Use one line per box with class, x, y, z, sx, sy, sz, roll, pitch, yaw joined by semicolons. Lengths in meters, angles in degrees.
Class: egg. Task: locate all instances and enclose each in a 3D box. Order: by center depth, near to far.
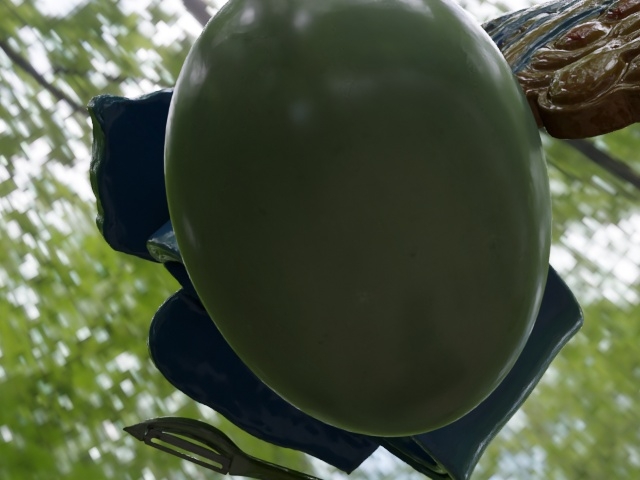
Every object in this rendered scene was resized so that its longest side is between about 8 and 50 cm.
egg;0.016;-0.017;0.777;0.149;0.149;0.192;-17;-92;-14

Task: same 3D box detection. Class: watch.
watch;0.000;0.000;1.180;0.305;0.274;0.241;38;-97;-13

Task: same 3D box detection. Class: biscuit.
biscuit;0.162;-0.099;1.007;0.183;0.280;0.043;-38;-67;-28

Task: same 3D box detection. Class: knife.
knife;-0.031;0.138;1.191;0.184;0.022;0.026;20;-103;2
